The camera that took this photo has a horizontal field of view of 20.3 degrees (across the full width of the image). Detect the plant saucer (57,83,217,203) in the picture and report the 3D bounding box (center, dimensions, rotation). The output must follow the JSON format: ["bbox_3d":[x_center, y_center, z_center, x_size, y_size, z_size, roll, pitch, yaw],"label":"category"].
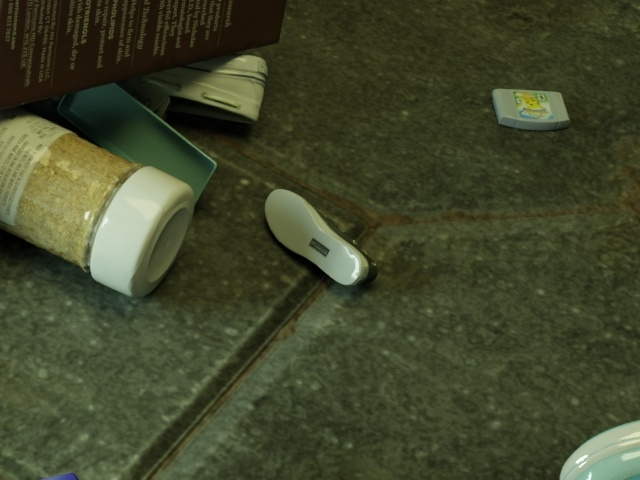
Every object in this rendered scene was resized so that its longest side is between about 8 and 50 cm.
[{"bbox_3d":[-0.185,-0.106,1.825,0.192,0.067,0.018,39,23,20],"label":"plant saucer"}]

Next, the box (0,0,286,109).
[{"bbox_3d":[-0.226,-0.259,1.788,0.381,0.143,0.191,-19,43,-43],"label":"box"}]

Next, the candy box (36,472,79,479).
[{"bbox_3d":[-0.259,0.290,1.247,0.268,0.122,0.317,-11,14,-17],"label":"candy box"}]

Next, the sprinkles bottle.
[{"bbox_3d":[-0.300,-0.071,1.721,0.355,0.121,0.121,26,45,12],"label":"sprinkles bottle"}]

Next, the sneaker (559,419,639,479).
[{"bbox_3d":[0.374,0.266,1.547,0.319,0.127,0.208,4,43,-9],"label":"sneaker"}]

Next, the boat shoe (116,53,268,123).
[{"bbox_3d":[-0.170,-0.163,1.878,0.226,0.083,0.075,3,80,3],"label":"boat shoe"}]

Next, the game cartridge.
[{"bbox_3d":[0.237,-0.147,2.012,0.083,0.017,0.056,2,49,-12],"label":"game cartridge"}]

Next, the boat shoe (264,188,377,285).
[{"bbox_3d":[0.000,0.000,1.786,0.142,0.049,0.040,42,17,29],"label":"boat shoe"}]
